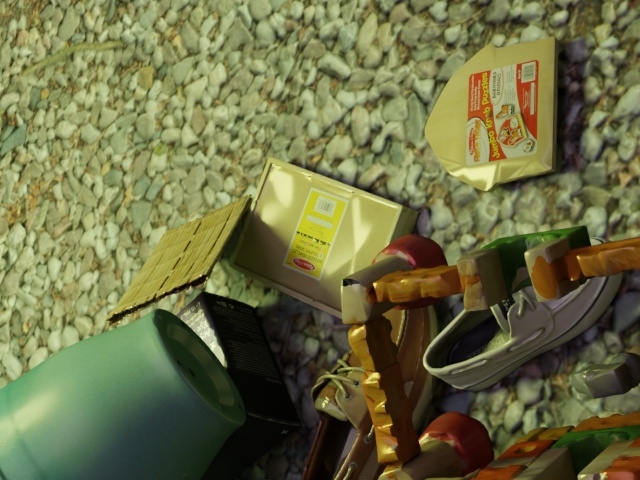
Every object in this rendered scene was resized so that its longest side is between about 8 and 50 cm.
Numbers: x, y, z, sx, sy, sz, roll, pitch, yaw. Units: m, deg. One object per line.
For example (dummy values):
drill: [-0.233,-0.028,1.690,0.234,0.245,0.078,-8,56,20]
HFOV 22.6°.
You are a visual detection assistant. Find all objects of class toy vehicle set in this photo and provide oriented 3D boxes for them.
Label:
toy vehicle set: [0.000,0.000,2.136,0.267,0.035,0.166,23,93,44]

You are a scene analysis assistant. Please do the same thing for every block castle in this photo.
block castle: [0.264,0.122,1.678,0.453,0.213,0.303,-10,97,33]

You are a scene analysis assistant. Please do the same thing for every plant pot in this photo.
plant pot: [-0.245,0.227,1.998,0.255,0.271,0.272,-39,53,9]

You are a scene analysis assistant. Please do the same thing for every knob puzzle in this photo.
knob puzzle: [0.215,-0.150,1.993,0.213,0.030,0.213,-13,69,39]

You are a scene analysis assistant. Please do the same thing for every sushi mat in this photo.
sushi mat: [-0.183,0.022,2.135,0.151,0.316,0.019,-22,106,16]

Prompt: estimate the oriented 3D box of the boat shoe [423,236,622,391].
boat shoe: [0.231,0.082,1.867,0.267,0.088,0.096,-36,56,29]

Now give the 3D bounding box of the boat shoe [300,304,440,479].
boat shoe: [0.054,0.203,1.954,0.122,0.120,0.324,3,79,57]

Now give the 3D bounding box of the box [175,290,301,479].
box: [-0.141,0.200,2.153,0.153,0.108,0.207,-42,52,24]
